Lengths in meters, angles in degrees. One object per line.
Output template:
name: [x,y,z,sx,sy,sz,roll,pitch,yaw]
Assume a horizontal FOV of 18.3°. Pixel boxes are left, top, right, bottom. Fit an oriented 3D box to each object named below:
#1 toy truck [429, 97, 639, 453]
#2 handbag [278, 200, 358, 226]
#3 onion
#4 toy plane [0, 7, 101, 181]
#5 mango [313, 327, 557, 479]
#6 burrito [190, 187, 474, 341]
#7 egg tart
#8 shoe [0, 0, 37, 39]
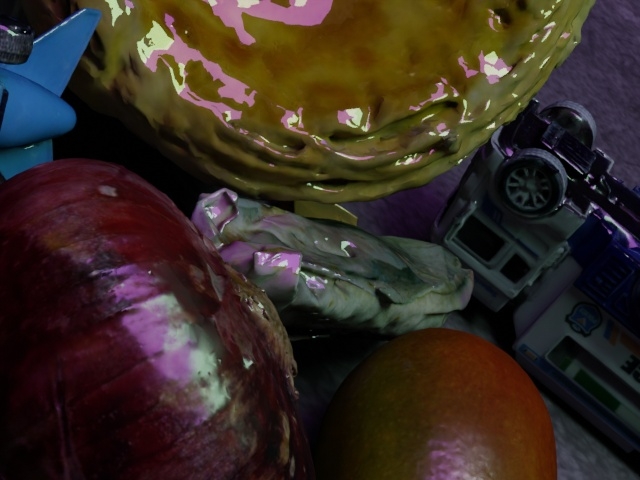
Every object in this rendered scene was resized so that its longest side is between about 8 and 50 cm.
toy truck: [0.201,0.034,1.418,0.268,0.155,0.124,39,31,0]
handbag: [0.000,0.000,1.353,0.061,0.027,0.083,30,33,-19]
onion: [-0.103,0.084,0.986,0.246,0.190,0.246,58,6,-9]
toy plane: [-0.217,-0.074,1.004,0.105,0.254,0.271,19,9,30]
mango: [0.062,0.159,1.142,0.146,0.129,0.289,33,41,-18]
burrito: [0.013,0.023,1.210,0.096,0.066,0.309,41,13,23]
egg tart: [-0.010,-0.209,1.214,0.388,0.388,0.169,32,-9,-17]
shoe: [-0.228,-0.229,1.287,0.160,0.132,0.363,29,41,-23]
